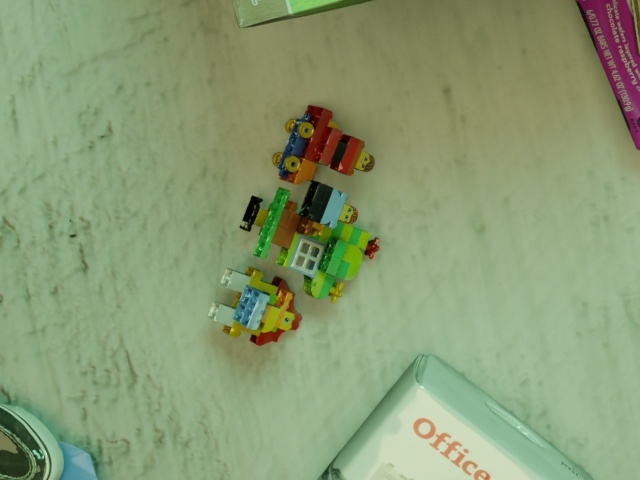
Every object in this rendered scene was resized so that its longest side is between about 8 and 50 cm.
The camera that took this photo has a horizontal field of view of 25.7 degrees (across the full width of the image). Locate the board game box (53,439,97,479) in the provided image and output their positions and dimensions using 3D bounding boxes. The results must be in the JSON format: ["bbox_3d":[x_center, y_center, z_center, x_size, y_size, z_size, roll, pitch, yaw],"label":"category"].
[{"bbox_3d":[-0.250,0.264,1.294,0.133,0.033,0.168,-17,90,13],"label":"board game box"}]

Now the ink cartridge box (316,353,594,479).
[{"bbox_3d":[0.079,0.271,1.210,0.207,0.117,0.283,38,101,1],"label":"ink cartridge box"}]

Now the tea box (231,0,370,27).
[{"bbox_3d":[0.111,-0.303,0.985,0.323,0.329,0.220,-13,100,21],"label":"tea box"}]

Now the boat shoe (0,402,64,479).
[{"bbox_3d":[-0.335,0.167,1.254,0.219,0.070,0.077,26,96,11],"label":"boat shoe"}]

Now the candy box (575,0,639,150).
[{"bbox_3d":[0.318,-0.175,1.074,0.233,0.071,0.159,-18,97,53],"label":"candy box"}]

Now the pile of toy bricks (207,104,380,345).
[{"bbox_3d":[0.000,0.000,1.201,0.105,0.118,0.212,21,91,-29],"label":"pile of toy bricks"}]
